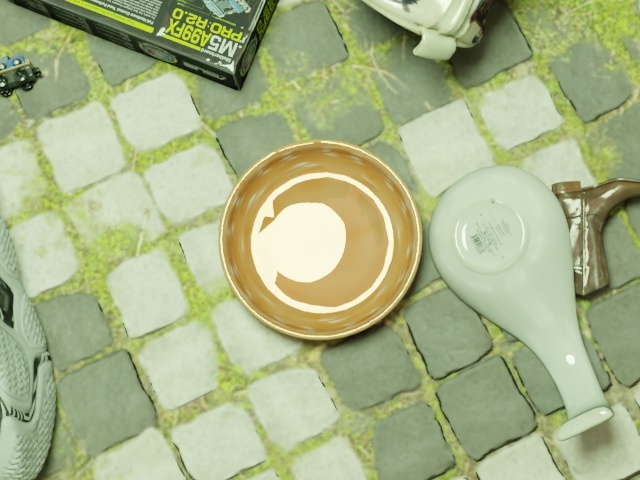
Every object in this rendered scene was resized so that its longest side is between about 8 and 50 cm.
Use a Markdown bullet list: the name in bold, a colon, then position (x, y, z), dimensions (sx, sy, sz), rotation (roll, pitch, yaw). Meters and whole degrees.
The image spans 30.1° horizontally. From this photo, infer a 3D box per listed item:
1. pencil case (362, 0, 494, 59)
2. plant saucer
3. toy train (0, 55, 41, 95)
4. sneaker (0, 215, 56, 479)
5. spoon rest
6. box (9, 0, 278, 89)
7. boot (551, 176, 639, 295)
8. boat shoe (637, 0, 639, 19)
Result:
- **pencil case**: position (0.178, -0.371, 1.102), dimensions (0.160, 0.183, 0.410), rotation (22, 112, -30)
- **plant saucer**: position (0.000, 0.000, 1.175), dimensions (0.200, 0.037, 0.200), rotation (0, 80, 1)
- **toy train**: position (-0.364, -0.158, 1.220), dimensions (0.158, 0.027, 0.036), rotation (-16, 69, 0)
- **sneaker**: position (-0.394, 0.075, 1.132), dimensions (0.210, 0.137, 0.366), rotation (-18, 87, 9)
- **spoon rest**: position (0.198, 0.057, 1.139), dimensions (0.137, 0.084, 0.276), rotation (-29, 71, 16)
- **box**: position (-0.167, -0.304, 1.221), dimensions (0.270, 0.060, 0.216), rotation (21, 82, 6)
- **boot**: position (0.279, -0.002, 1.165), dimensions (0.106, 0.037, 0.114), rotation (-4, 77, 15)
- **boat shoe**: position (0.367, -0.267, 1.181), dimensions (0.096, 0.088, 0.268), rotation (-13, 80, 0)
